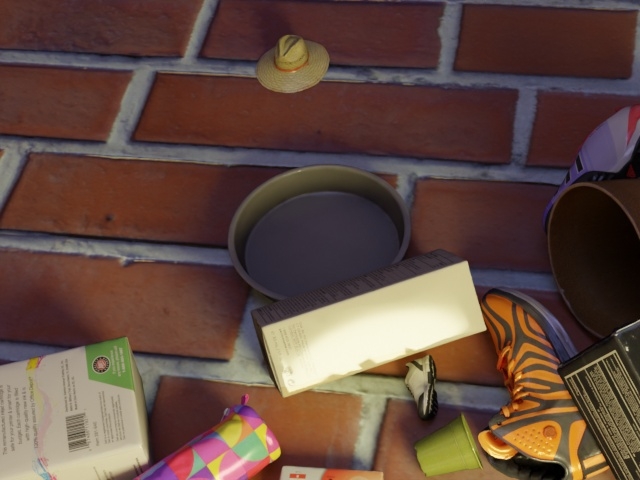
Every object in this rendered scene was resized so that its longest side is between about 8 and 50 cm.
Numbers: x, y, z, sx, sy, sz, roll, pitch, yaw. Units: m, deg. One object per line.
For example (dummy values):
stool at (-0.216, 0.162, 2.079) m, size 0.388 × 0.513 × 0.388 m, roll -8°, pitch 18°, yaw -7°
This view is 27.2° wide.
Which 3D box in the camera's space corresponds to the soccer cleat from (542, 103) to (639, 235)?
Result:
soccer cleat at (0.444, -0.108, 2.128) m, size 0.318 × 0.108 × 0.116 m, roll -44°, pitch 35°, yaw -22°

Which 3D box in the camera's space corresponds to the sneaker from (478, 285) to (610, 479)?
sneaker at (0.278, 0.207, 1.855) m, size 0.180 × 0.124 × 0.321 m, roll -26°, pitch 51°, yaw -15°

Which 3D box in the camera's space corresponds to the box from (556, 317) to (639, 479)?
box at (0.465, 0.226, 1.631) m, size 0.183 × 0.294 × 0.296 m, roll -26°, pitch 80°, yaw -10°

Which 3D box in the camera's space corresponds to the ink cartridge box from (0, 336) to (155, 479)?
ink cartridge box at (-0.391, 0.275, 1.900) m, size 0.278 × 0.117 × 0.201 m, roll -13°, pitch 49°, yaw -3°

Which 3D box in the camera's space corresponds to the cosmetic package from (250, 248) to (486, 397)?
cosmetic package at (0.065, 0.116, 1.928) m, size 0.310 × 0.113 × 0.160 m, roll -17°, pitch 8°, yaw -6°

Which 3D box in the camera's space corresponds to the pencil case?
pencil case at (-0.168, 0.322, 1.842) m, size 0.236 × 0.104 × 0.104 m, roll -36°, pitch 54°, yaw -21°

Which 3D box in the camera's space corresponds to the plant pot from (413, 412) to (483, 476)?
plant pot at (0.174, 0.292, 1.837) m, size 0.079 × 0.083 × 0.083 m, roll -22°, pitch 49°, yaw 7°

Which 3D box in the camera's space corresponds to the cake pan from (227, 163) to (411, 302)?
cake pan at (0.000, 0.000, 2.118) m, size 0.293 × 0.054 × 0.293 m, roll -4°, pitch 49°, yaw 5°

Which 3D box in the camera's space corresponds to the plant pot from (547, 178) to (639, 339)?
plant pot at (0.506, 0.003, 1.951) m, size 0.254 × 0.237 × 0.237 m, roll -15°, pitch 48°, yaw -24°

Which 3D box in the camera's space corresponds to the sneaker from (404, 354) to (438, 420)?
sneaker at (0.146, 0.218, 1.928) m, size 0.044 × 0.040 × 0.109 m, roll -14°, pitch 44°, yaw 18°

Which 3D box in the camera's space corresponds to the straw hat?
straw hat at (-0.054, -0.340, 2.410) m, size 0.145 × 0.061 × 0.144 m, roll -4°, pitch 50°, yaw 4°

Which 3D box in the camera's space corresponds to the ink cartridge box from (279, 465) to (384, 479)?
ink cartridge box at (0.005, 0.393, 1.792) m, size 0.146 × 0.045 × 0.179 m, roll 2°, pitch 48°, yaw 10°
